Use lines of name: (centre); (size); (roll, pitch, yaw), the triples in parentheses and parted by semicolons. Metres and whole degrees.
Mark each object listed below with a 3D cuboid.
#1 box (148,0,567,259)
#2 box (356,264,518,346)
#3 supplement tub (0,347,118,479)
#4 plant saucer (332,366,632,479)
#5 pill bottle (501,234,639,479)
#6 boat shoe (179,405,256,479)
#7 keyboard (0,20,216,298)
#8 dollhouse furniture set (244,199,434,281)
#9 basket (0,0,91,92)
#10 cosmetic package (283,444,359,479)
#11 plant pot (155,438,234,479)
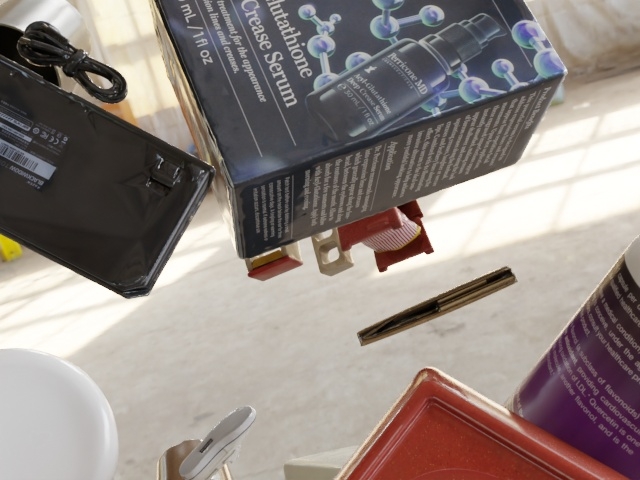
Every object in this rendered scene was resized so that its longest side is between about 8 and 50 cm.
box: (0.032, -0.199, 0.965); (0.395, 0.293, 0.212); (-20, -21, -11)
box: (0.124, 0.071, 0.867); (0.164, 0.021, 0.201); (-25, -6, 5)
supplement tub: (-0.371, 0.271, 0.961); (0.228, 0.228, 0.316); (-25, -11, -27)
plant saucer: (0.098, 0.227, 0.544); (0.259, 0.048, 0.258); (27, 63, 35)
pill bottle: (0.284, 0.116, 0.657); (0.181, 0.323, 0.181); (21, 30, -13)
boat shoe: (-0.101, 0.218, 0.842); (0.100, 0.035, 0.035); (-46, 29, -16)
keyboard: (-0.144, -0.055, 0.402); (0.108, 0.180, 0.023); (-63, 4, -15)
dollhouse furniture set: (0.000, 0.000, 1.501); (0.374, 0.152, 0.201); (-24, -23, 21)
basket: (-0.374, -0.212, 0.985); (0.204, 0.154, 0.227); (-43, 23, 23)
cosmetic package: (0.087, 0.393, 1.259); (0.160, 0.113, 0.309); (-4, -10, -31)
plant pot: (-0.205, 0.431, 1.337); (0.167, 0.167, 0.165); (-19, 28, -6)
